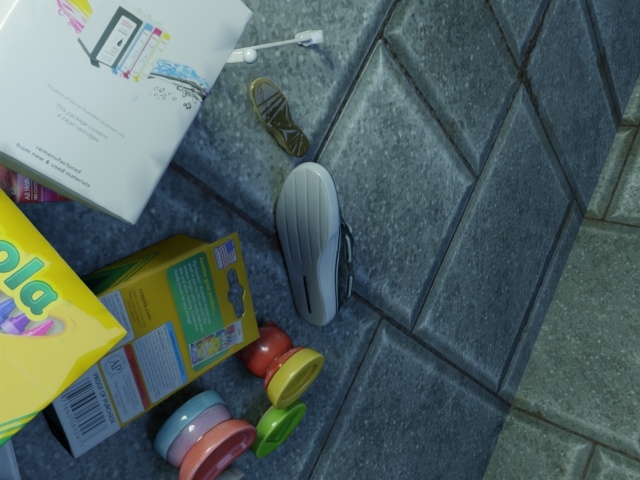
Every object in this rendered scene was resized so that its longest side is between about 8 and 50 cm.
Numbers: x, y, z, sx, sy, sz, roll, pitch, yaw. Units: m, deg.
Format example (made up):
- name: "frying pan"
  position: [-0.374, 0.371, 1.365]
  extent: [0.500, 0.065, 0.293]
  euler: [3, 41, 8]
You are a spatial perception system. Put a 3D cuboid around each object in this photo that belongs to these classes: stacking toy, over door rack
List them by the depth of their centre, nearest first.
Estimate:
- name: "over door rack"
  position: [-0.111, -0.380, 0.780]
  extent: [0.324, 0.108, 0.239]
  euler: [-29, 122, -39]
- name: "stacking toy"
  position: [-0.152, 0.308, 0.986]
  extent: [0.309, 0.130, 0.279]
  euler: [-36, 152, -32]

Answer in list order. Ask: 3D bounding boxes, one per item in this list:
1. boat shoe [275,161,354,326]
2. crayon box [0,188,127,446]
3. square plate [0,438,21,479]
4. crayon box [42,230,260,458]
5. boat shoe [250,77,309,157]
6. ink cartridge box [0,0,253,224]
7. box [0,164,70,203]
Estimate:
- name: "boat shoe"
  position: [0.000, 0.000, 1.027]
  extent: [0.119, 0.121, 0.335]
  euler: [-38, 138, -43]
- name: "crayon box"
  position: [-0.427, 0.060, 0.510]
  extent: [0.313, 0.106, 0.362]
  euler: [-45, 115, -27]
- name: "square plate"
  position: [-0.509, 0.391, 0.616]
  extent: [0.347, 0.049, 0.343]
  euler: [-22, 122, -41]
- name: "crayon box"
  position: [-0.250, 0.127, 0.802]
  extent: [0.323, 0.083, 0.203]
  euler: [-29, 121, -38]
- name: "boat shoe"
  position: [-0.074, -0.205, 0.928]
  extent: [0.056, 0.048, 0.153]
  euler: [-47, 126, -11]
- name: "ink cartridge box"
  position: [-0.215, -0.165, 0.499]
  extent: [0.168, 0.171, 0.232]
  euler: [36, 75, -44]
- name: "box"
  position: [-0.302, -0.176, 0.623]
  extent: [0.128, 0.123, 0.256]
  euler: [-8, 108, -45]
